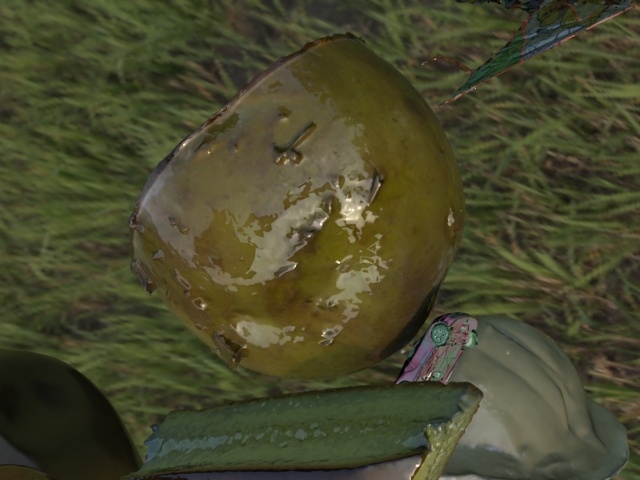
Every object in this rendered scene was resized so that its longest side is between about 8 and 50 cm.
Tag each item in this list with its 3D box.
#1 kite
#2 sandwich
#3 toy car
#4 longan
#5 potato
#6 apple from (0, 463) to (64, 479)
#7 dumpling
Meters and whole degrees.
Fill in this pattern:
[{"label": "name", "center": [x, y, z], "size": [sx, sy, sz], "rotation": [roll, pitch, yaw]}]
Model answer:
[{"label": "kite", "center": [0.140, -0.160, 0.933], "size": [0.198, 0.006, 0.244], "rotation": [-45, 24, -9]}, {"label": "sandwich", "center": [-0.009, 0.151, 0.849], "size": [0.258, 0.094, 0.096], "rotation": [-12, 110, 41]}, {"label": "toy car", "center": [0.134, 0.141, 1.615], "size": [0.055, 0.069, 0.142], "rotation": [41, 109, 36]}, {"label": "longan", "center": [-0.327, 0.263, 1.435], "size": [0.350, 0.288, 0.288], "rotation": [29, 98, 33]}, {"label": "potato", "center": [0.000, 0.000, 1.691], "size": [0.319, 0.385, 0.442], "rotation": [48, 142, 20]}, {"label": "apple", "center": [-0.245, 0.272, 1.054], "size": [0.188, 0.188, 0.174], "rotation": [-7, 39, 38]}, {"label": "dumpling", "center": [0.261, 0.241, 1.834], "size": [0.315, 0.395, 0.233], "rotation": [17, 111, 27]}]
